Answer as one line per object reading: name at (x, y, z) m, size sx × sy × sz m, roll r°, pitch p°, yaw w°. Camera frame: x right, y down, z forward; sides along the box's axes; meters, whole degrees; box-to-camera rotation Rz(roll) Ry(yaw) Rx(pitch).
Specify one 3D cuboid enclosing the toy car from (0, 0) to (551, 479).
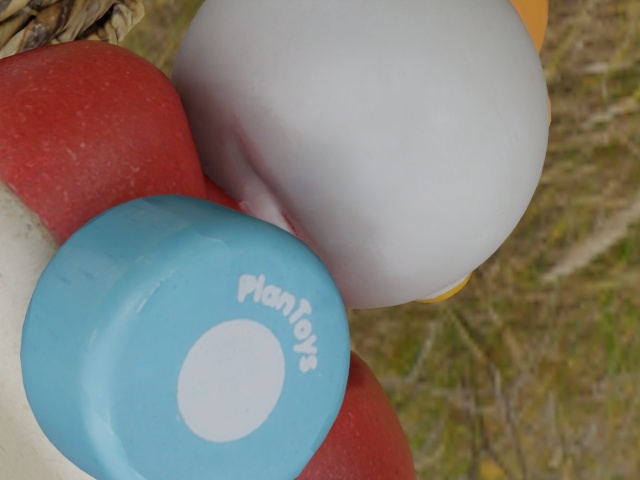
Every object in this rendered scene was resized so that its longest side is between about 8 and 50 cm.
toy car at (0.000, 0.000, 0.591) m, size 0.238 × 0.219 × 0.210 m, roll -40°, pitch 120°, yaw -21°

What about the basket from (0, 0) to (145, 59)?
basket at (-0.255, -0.087, 0.712) m, size 0.213 × 0.299 × 0.223 m, roll -8°, pitch 120°, yaw 45°
